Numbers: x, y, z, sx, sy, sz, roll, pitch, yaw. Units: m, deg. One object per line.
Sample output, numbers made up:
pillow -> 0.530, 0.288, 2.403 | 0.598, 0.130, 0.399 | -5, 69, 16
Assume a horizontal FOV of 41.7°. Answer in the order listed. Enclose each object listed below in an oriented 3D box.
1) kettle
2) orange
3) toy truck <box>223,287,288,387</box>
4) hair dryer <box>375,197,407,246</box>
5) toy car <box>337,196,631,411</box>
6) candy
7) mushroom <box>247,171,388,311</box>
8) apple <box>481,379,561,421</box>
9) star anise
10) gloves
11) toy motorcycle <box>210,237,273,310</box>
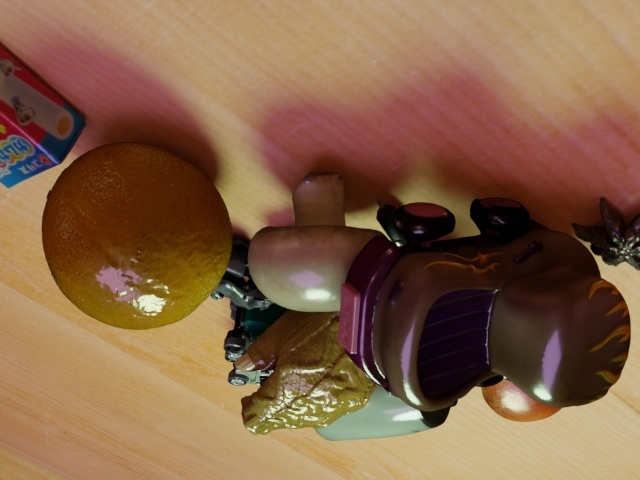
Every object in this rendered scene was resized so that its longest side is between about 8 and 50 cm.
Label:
kettle -> 0.129, 0.282, 1.538 | 0.237, 0.161, 0.221 | -14, 154, 35
orange -> -0.263, -0.007, 1.204 | 0.274, 0.274, 0.274 | 13, 146, 9
toy truck -> -0.113, 0.177, 1.534 | 0.124, 0.114, 0.253 | 4, 145, 1
hair dryer -> 0.134, 0.029, 1.217 | 0.072, 0.124, 0.219 | -17, 117, 37
toy car -> 0.212, 0.104, 1.053 | 0.341, 0.240, 0.271 | -8, 115, -23
candy -> -0.499, -0.212, 1.171 | 0.157, 0.100, 0.306 | -16, 135, 39
mushroom -> 0.000, 0.000, 1.155 | 0.204, 0.204, 0.204 | 13, 146, 9
apple -> 0.323, 0.210, 1.331 | 0.139, 0.163, 0.163 | -12, 137, 18
star anise -> 0.402, -0.002, 1.095 | 0.141, 0.042, 0.141 | 11, 146, 8
gloves -> -0.006, 0.206, 1.378 | 0.203, 0.155, 0.356 | 39, 114, -9
toy motorcycle -> -0.120, 0.043, 1.351 | 0.271, 0.106, 0.159 | -11, 142, 42
